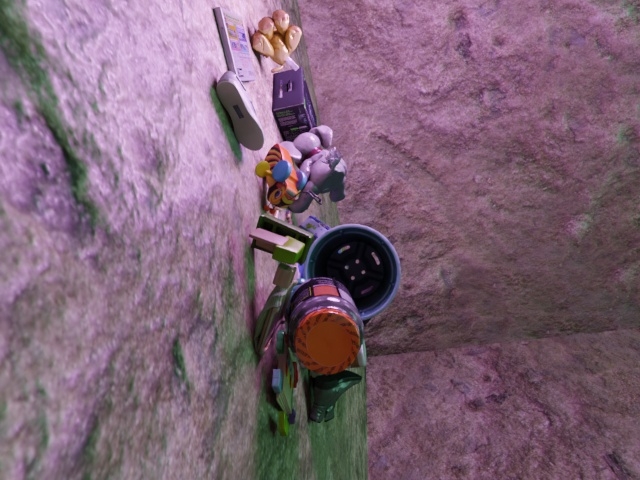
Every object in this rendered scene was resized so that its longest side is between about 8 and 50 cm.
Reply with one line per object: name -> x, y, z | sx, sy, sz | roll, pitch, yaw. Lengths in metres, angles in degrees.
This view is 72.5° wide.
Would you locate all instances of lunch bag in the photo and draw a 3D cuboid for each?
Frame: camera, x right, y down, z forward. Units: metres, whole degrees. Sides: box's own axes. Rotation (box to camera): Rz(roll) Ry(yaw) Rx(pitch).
lunch bag -> 0.000, 0.000, 1.916 | 0.176, 0.090, 0.219 | 37, -19, 33

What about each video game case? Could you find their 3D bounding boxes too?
video game case -> -0.250, -0.575, 1.300 | 0.212, 0.023, 0.193 | -73, 153, -68

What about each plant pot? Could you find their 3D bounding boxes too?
plant pot -> 0.126, 0.118, 1.683 | 0.334, 0.341, 0.341 | 17, 64, -84

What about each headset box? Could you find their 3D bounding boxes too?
headset box -> -0.106, -0.548, 1.844 | 0.283, 0.131, 0.246 | 69, 15, -53

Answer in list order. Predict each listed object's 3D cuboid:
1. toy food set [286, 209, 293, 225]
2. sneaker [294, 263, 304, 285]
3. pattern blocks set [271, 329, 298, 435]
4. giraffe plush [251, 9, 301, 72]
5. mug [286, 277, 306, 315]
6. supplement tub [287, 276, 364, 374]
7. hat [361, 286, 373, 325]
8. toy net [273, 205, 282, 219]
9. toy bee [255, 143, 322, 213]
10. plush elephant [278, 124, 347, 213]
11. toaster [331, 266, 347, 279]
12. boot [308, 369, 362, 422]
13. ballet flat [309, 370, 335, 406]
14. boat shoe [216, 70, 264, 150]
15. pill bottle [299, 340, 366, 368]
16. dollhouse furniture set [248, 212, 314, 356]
toy food set -> -0.118, -0.075, 1.678 | 0.122, 0.019, 0.078 | 67, 15, -86
sneaker -> -0.081, 0.096, 1.605 | 0.084, 0.058, 0.152 | 55, 31, -58
pattern blocks set -> -0.098, 0.394, 1.223 | 0.285, 0.026, 0.325 | -88, 174, -50
giraffe plush -> -0.168, -0.742, 1.615 | 0.210, 0.181, 0.170 | 57, 2, -44
mug -> -0.067, 0.201, 1.472 | 0.129, 0.097, 0.158 | -22, 102, -80
supplement tub -> 0.010, 0.233, 1.236 | 0.338, 0.207, 0.207 | -106, -174, -82
hat -> 0.106, 0.286, 2.016 | 0.134, 0.331, 0.331 | 46, 27, -29
toy net -> -0.131, -0.076, 1.505 | 0.122, 0.045, 0.232 | 19, 63, -80
toy bee -> -0.132, -0.173, 1.375 | 0.195, 0.162, 0.298 | 40, 16, -28
plush elephant -> -0.035, -0.308, 1.729 | 0.255, 0.271, 0.330 | 56, -28, 23
toaster -> 0.043, 0.167, 1.976 | 0.186, 0.168, 0.110 | -70, 150, -71
boot -> 0.050, 0.574, 1.613 | 0.246, 0.083, 0.161 | 6, 95, -47
ballet flat -> 0.008, 0.532, 1.669 | 0.096, 0.095, 0.281 | -10, 91, -66
boat shoe -> -0.206, -0.348, 1.176 | 0.227, 0.079, 0.081 | 67, 21, -47
pill bottle -> 0.043, 0.394, 1.556 | 0.131, 0.229, 0.131 | -8, 90, -81
dollhouse furniture set -> -0.149, 0.111, 1.141 | 0.197, 0.151, 0.302 | -53, 163, -69
